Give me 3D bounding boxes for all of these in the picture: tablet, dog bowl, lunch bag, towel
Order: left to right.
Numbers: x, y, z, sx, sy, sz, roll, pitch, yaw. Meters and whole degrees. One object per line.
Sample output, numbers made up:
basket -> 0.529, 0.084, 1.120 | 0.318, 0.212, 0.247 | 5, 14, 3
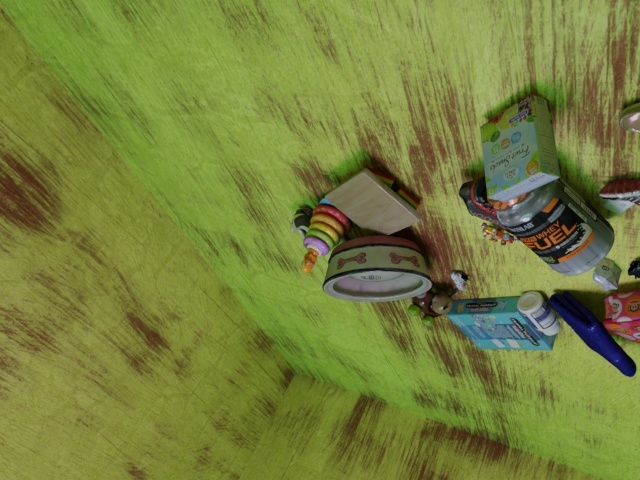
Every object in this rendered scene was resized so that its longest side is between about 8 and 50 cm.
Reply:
dog bowl -> 0.211, 0.111, 2.036 | 0.409, 0.150, 0.408 | 0, 159, 0
towel -> 0.926, 0.308, 1.822 | 0.308, 0.076, 0.227 | 42, -174, -26
lunch bag -> 0.862, 0.100, 1.630 | 0.083, 0.071, 0.053 | 38, 152, -13
tablet -> 0.797, -0.100, 1.434 | 0.054, 0.006, 0.083 | 28, 152, 3
lunch bag -> 1.044, 0.237, 1.623 | 0.258, 0.120, 0.293 | 24, 157, -19

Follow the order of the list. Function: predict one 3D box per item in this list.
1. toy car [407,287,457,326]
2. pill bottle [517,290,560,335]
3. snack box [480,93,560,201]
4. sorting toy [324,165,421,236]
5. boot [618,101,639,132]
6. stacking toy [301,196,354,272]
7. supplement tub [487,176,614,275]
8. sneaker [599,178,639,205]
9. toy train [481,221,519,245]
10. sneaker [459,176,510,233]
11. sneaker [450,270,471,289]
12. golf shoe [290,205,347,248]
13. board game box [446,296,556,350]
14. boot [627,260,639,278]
toy car -> 0.461, 0.239, 2.128 | 0.149, 0.155, 0.188 | 36, 157, -12
pill bottle -> 0.791, 0.266, 1.943 | 0.169, 0.094, 0.094 | 44, 149, -24
snack box -> 0.482, -0.221, 1.320 | 0.070, 0.206, 0.174 | 7, 160, -25
sorting toy -> 0.188, -0.141, 1.856 | 0.255, 0.089, 0.257 | 38, 151, -15
boot -> 0.736, -0.216, 1.132 | 0.213, 0.165, 0.077 | 10, 145, 30
stacking toy -> 0.000, 0.000, 2.036 | 0.166, 0.301, 0.175 | 30, 153, 0
supplement tub -> 0.618, -0.064, 1.465 | 0.316, 0.193, 0.194 | 37, 151, -13
sneaker -> 0.796, -0.112, 1.355 | 0.171, 0.063, 0.074 | -4, 131, 39
toy train -> 0.558, -0.008, 1.671 | 0.125, 0.046, 0.166 | 31, -169, 28
sneaker -> 0.519, -0.098, 1.611 | 0.276, 0.097, 0.135 | 32, 171, -25
sneaker -> 0.546, 0.155, 2.053 | 0.069, 0.038, 0.098 | -5, 137, 48
golf shoe -> -0.005, -0.018, 2.209 | 0.273, 0.120, 0.105 | 36, 150, -13
board game box -> 0.711, 0.333, 2.144 | 0.254, 0.079, 0.336 | 44, 149, -23
boot -> 0.952, 0.084, 1.545 | 0.099, 0.045, 0.121 | 22, 158, 8
